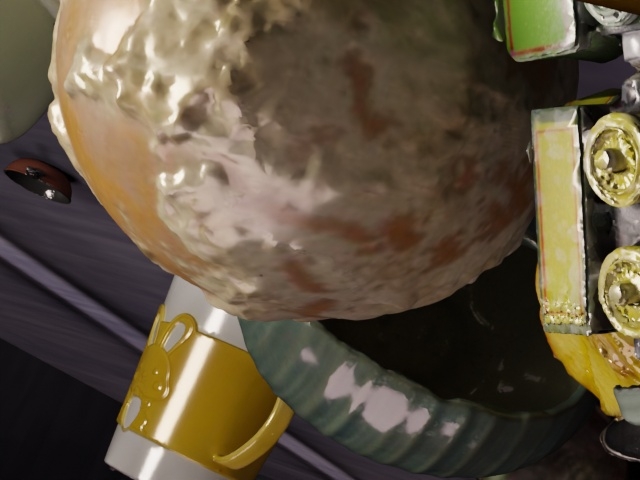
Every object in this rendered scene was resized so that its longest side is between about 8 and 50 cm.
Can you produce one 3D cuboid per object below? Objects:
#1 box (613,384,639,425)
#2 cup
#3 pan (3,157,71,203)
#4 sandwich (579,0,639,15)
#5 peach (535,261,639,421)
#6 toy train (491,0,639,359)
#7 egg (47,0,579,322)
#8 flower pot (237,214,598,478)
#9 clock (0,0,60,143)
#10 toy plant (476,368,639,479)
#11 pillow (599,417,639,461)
[{"bbox_3d":[0.214,-0.007,0.583,0.163,0.135,0.243,-5,174,-18],"label":"box"},{"bbox_3d":[-0.102,0.168,1.678,0.185,0.226,0.241,31,173,-29],"label":"cup"},{"bbox_3d":[-0.258,-0.062,1.484,0.068,0.023,0.115,25,169,-3],"label":"pan"},{"bbox_3d":[0.103,-0.119,0.402,0.235,0.122,0.128,12,162,18],"label":"sandwich"},{"bbox_3d":[0.197,0.031,0.900,0.151,0.118,0.151,38,153,24],"label":"peach"},{"bbox_3d":[0.103,-0.058,0.555,0.060,0.202,0.081,-5,-178,-31],"label":"toy train"},{"bbox_3d":[0.002,-0.066,0.670,0.203,0.203,0.245,11,173,41],"label":"egg"},{"bbox_3d":[0.064,0.048,1.012,0.243,0.189,0.157,25,165,-4],"label":"flower pot"},{"bbox_3d":[-0.223,-0.154,0.802,0.324,0.108,0.265,33,167,3],"label":"clock"},{"bbox_3d":[0.219,0.135,1.171,0.218,0.175,0.235,25,-160,27],"label":"toy plant"},{"bbox_3d":[0.239,0.087,1.017,0.091,0.136,0.055,15,-170,-13],"label":"pillow"}]
